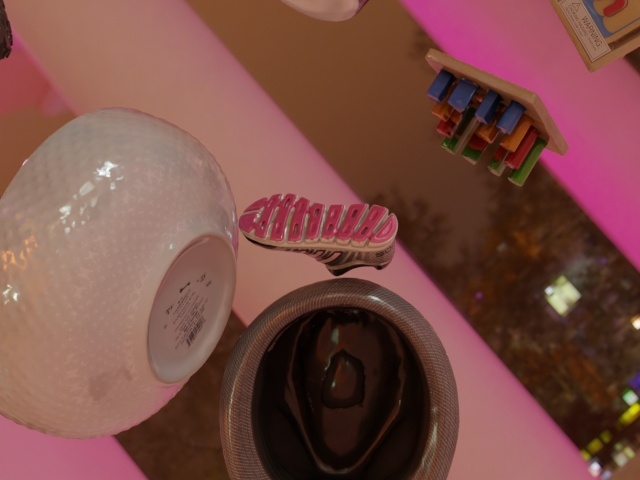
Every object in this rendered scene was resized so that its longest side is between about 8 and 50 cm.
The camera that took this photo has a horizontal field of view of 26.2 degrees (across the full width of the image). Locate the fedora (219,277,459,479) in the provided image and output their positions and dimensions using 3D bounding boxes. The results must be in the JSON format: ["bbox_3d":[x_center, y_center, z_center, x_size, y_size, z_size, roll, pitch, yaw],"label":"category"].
[{"bbox_3d":[0.021,0.172,1.439,0.243,0.276,0.124,-3,4,4],"label":"fedora"}]

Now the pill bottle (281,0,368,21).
[{"bbox_3d":[0.047,-0.273,0.910,0.246,0.130,0.130,-50,-8,-15],"label":"pill bottle"}]

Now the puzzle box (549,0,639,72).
[{"bbox_3d":[0.309,-0.420,1.522,0.052,0.409,0.272,-29,-1,-42],"label":"puzzle box"}]

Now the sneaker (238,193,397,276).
[{"bbox_3d":[0.000,0.000,1.388,0.075,0.170,0.063,70,-150,-50],"label":"sneaker"}]

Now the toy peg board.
[{"bbox_3d":[0.205,-0.144,1.712,0.079,0.161,0.160,-59,-31,-6],"label":"toy peg board"}]

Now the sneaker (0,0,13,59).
[{"bbox_3d":[-0.376,-0.210,1.120,0.124,0.283,0.107,-40,-25,-32],"label":"sneaker"}]

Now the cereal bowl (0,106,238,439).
[{"bbox_3d":[-0.183,0.044,1.361,0.339,0.141,0.339,-43,-38,-47],"label":"cereal bowl"}]
